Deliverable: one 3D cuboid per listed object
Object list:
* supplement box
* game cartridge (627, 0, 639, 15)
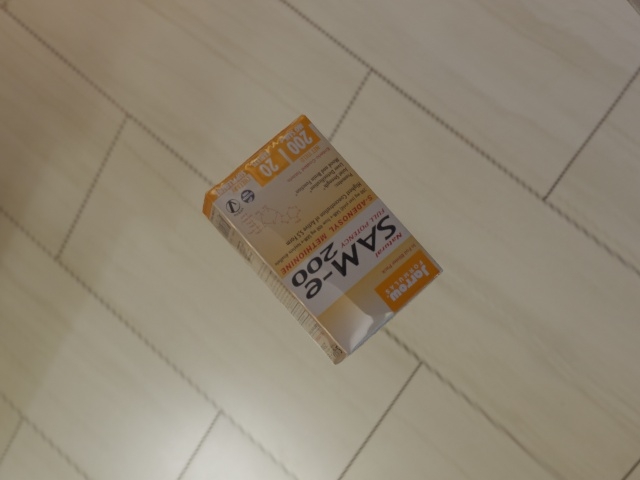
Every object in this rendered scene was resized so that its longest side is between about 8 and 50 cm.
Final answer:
[{"bbox_3d":[0.000,0.000,0.545,0.062,0.036,0.098,-41,85,-16],"label":"supplement box"},{"bbox_3d":[0.202,-0.218,0.719,0.068,0.230,0.355,-40,92,2],"label":"game cartridge"}]
